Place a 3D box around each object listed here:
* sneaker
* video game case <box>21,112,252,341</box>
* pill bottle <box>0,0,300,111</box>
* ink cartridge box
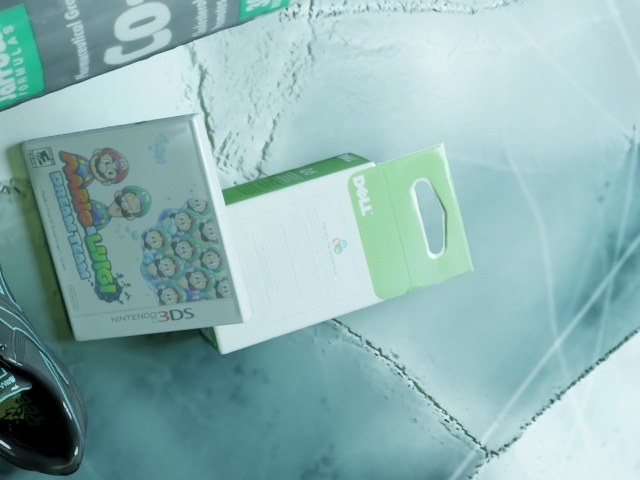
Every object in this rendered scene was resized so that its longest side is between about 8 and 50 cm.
[{"bbox_3d":[-0.250,0.062,1.370,0.101,0.106,0.267,-40,108,-5],"label":"sneaker"},{"bbox_3d":[-0.134,-0.007,1.395,0.143,0.019,0.157,-7,106,22],"label":"video game case"},{"bbox_3d":[-0.202,-0.197,1.279,0.361,0.204,0.204,-22,106,-12],"label":"pill bottle"},{"bbox_3d":[0.000,0.000,1.455,0.209,0.062,0.109,-18,105,-13],"label":"ink cartridge box"}]
